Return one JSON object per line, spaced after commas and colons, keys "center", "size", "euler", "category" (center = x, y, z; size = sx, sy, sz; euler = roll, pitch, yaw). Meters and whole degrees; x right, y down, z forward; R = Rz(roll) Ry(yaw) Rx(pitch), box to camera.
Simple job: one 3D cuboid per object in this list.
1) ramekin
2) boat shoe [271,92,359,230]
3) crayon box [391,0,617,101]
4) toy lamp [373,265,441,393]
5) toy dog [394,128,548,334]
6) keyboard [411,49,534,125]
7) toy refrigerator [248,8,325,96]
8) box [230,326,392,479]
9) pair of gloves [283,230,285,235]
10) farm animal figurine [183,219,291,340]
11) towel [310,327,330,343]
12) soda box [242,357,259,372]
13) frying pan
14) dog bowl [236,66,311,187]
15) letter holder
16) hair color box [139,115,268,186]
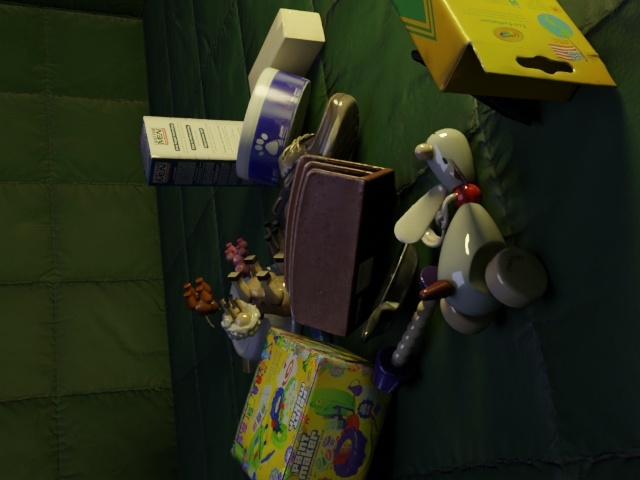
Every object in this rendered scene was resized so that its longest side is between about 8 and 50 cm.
{"center": [-0.155, 0.197, 1.896], "size": [0.273, 0.127, 0.272], "euler": [180, 90, -67], "category": "ramekin"}
{"center": [-0.028, -0.157, 1.517], "size": [0.130, 0.132, 0.355], "euler": [29, 121, 13], "category": "boat shoe"}
{"center": [0.218, -0.286, 0.934], "size": [0.081, 0.202, 0.318], "euler": [116, 146, -45], "category": "crayon box"}
{"center": [0.157, 0.165, 1.242], "size": [0.080, 0.080, 0.274], "euler": [-116, 34, -44], "category": "toy lamp"}
{"center": [0.187, -0.013, 1.059], "size": [0.333, 0.161, 0.220], "euler": [63, 142, 44], "category": "toy dog"}
{"center": [0.212, -0.210, 0.973], "size": [0.023, 0.180, 0.108], "euler": [-60, 18, 12], "category": "keyboard"}
{"center": [-0.090, -0.448, 1.761], "size": [0.269, 0.102, 0.094], "euler": [131, 133, -57], "category": "toy refrigerator"}
{"center": [-0.024, 0.358, 1.442], "size": [0.279, 0.177, 0.289], "euler": [13, 85, 66], "category": "box"}
{"center": [-0.032, 0.063, 1.645], "size": [0.159, 0.023, 0.198], "euler": [60, -178, -47], "category": "pair of gloves"}
{"center": [-0.136, 0.112, 1.695], "size": [0.327, 0.330, 0.172], "euler": [12, 135, 56], "category": "farm animal figurine"}
{"center": [0.002, 0.228, 1.659], "size": [0.067, 0.029, 0.119], "euler": [144, 121, -62], "category": "towel"}
{"center": [-0.193, 0.291, 2.066], "size": [0.058, 0.061, 0.181], "euler": [160, 107, -65], "category": "soda box"}
{"center": [0.123, 0.081, 1.194], "size": [0.326, 0.053, 0.197], "euler": [81, -147, -85], "category": "frying pan"}
{"center": [-0.107, -0.259, 1.660], "size": [0.265, 0.104, 0.264], "euler": [17, -90, -88], "category": "dog bowl"}
{"center": [0.000, 0.000, 1.377], "size": [0.215, 0.152, 0.301], "euler": [13, 107, 22], "category": "letter holder"}
{"center": [-0.306, -0.240, 1.954], "size": [0.105, 0.347, 0.173], "euler": [112, 148, -42], "category": "hair color box"}
